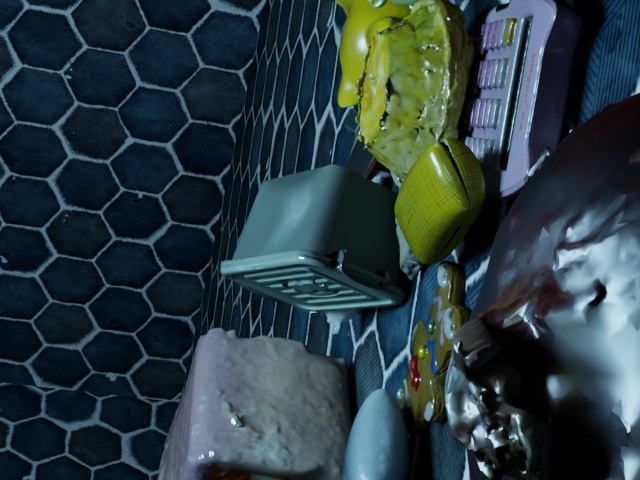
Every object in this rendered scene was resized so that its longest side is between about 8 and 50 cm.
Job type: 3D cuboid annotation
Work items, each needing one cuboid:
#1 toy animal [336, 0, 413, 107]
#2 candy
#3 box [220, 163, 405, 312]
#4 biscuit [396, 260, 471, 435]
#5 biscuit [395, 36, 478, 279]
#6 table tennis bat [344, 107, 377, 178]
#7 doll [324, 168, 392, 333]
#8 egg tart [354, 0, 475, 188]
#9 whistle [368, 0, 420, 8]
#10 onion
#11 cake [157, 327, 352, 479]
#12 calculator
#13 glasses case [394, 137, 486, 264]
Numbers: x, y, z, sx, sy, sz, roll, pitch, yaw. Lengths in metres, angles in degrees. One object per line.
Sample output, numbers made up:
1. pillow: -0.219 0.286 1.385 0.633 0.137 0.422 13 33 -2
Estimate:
1. toy animal: 0.080 -0.277 1.490 0.156 0.156 0.230 115 163 -56
2. candy: 0.059 0.260 1.340 0.174 0.071 0.138 93 -176 -47
3. box: 0.000 0.000 1.541 0.243 0.163 0.135 -11 60 57
4. biscuit: 0.114 0.129 1.308 0.138 0.031 0.205 -95 15 -47
5. biscuit: 0.121 -0.101 1.404 0.141 0.038 0.290 -111 31 -68
6. table tennis bat: 0.065 -0.154 1.708 0.274 0.021 0.154 -123 57 -77
7. doll: 0.047 0.015 1.659 0.114 0.057 0.227 -159 85 -74
8. egg tart: 0.091 -0.155 1.302 0.212 0.090 0.213 -173 90 -78
9. whistle: 0.144 -0.366 1.326 0.294 0.141 0.141 -46 26 21
10. onion: 0.162 0.071 0.579 0.314 0.232 0.314 -173 90 -78
11. cake: -0.091 0.298 1.685 0.309 0.237 0.230 112 162 -46
12. calculator: 0.178 -0.133 1.154 0.294 0.043 0.194 -136 54 -80
13. glasses case: 0.113 -0.036 1.194 0.234 0.064 0.079 105 145 -75
